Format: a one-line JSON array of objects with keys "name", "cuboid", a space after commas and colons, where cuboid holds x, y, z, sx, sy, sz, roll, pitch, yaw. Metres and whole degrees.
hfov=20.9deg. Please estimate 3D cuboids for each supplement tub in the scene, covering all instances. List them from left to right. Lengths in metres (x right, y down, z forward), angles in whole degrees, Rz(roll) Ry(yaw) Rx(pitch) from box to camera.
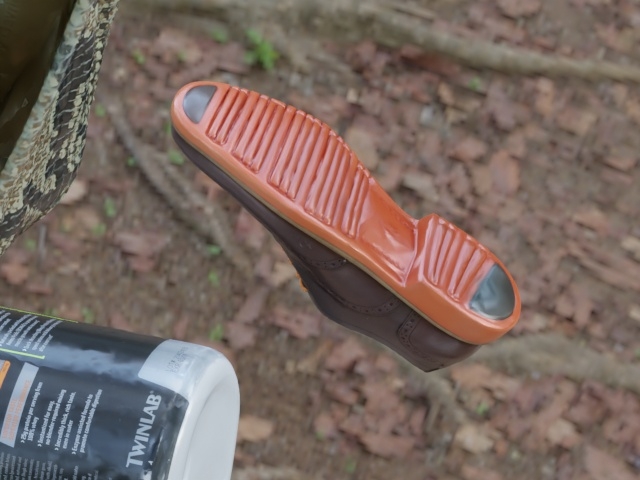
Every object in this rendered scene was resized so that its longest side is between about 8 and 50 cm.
[{"name": "supplement tub", "cuboid": [-0.237, 0.152, 1.371, 0.316, 0.193, 0.193, 11, 41, 13]}]

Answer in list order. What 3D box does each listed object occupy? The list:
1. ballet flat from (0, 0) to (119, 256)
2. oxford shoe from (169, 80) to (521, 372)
[{"name": "ballet flat", "cuboid": [-0.121, -0.161, 0.649, 0.164, 0.483, 0.182, 18, 33, -4]}, {"name": "oxford shoe", "cuboid": [0.000, 0.000, 1.156, 0.271, 0.098, 0.097, 37, 40, -10]}]
